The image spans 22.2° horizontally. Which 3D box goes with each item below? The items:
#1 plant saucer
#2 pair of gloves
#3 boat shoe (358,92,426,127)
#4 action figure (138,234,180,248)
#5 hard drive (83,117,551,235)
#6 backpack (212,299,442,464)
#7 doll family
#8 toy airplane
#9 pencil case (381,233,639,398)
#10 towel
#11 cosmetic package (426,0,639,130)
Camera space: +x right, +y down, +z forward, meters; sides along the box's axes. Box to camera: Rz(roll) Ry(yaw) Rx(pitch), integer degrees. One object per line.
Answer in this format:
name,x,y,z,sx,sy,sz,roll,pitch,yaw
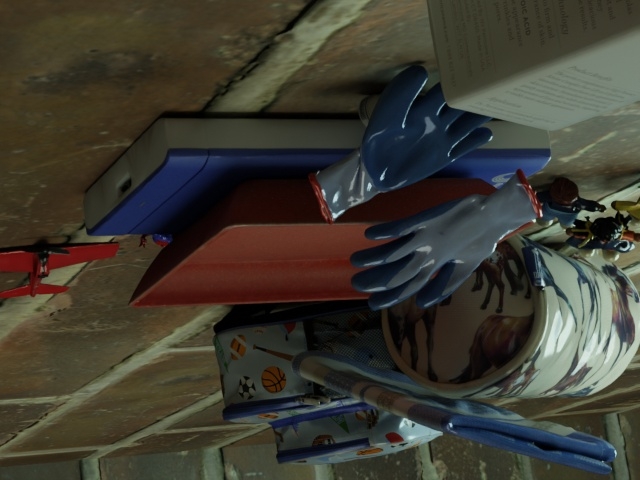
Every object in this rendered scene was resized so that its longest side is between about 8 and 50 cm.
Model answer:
plant saucer,0.000,0.000,1.319,0.259,0.048,0.258,-1,165,-24
pair of gloves,0.076,-0.038,1.180,0.159,0.023,0.198,-32,130,-5
boat shoe,0.076,-0.091,1.187,0.100,0.035,0.035,11,161,-38
action figure,-0.137,-0.005,1.421,0.038,0.030,0.115,9,177,-4
hard drive,-0.006,-0.049,1.305,0.318,0.040,0.210,-1,166,-25
backpack,0.016,0.146,1.836,0.263,0.213,0.276,-3,170,16
doll family,0.281,-0.022,1.525,0.193,0.076,0.111,-6,172,4
toy airplane,-0.266,0.029,1.520,0.151,0.028,0.151,-9,167,-2
pencil case,0.204,0.067,1.634,0.160,0.183,0.410,11,179,25
towel,0.120,0.158,1.544,0.209,0.034,0.285,17,179,-30
cosmetic package,0.186,-0.139,0.932,0.231,0.085,0.117,-20,163,38
